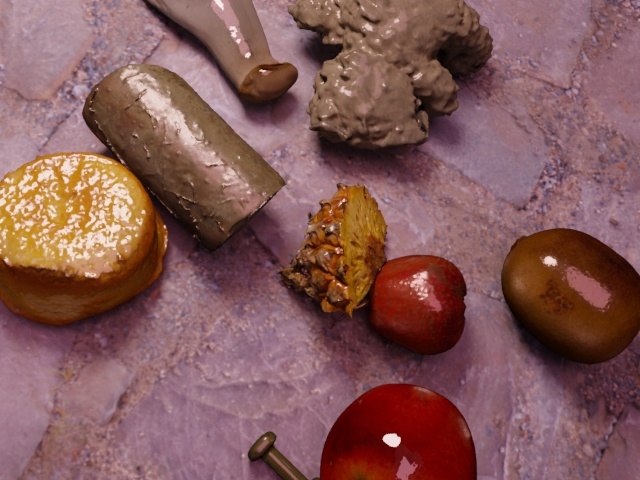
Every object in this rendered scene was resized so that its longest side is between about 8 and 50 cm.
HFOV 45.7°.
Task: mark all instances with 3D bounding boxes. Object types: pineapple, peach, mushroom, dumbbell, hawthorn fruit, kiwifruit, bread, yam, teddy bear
[{"bbox_3d":[0.002,-0.003,1.169,0.249,0.164,0.139,-56,133,-47],"label":"pineapple"},{"bbox_3d":[0.120,0.314,1.047,0.244,0.199,0.243,24,47,-28],"label":"peach"},{"bbox_3d":[-0.170,-0.366,1.313,0.159,0.122,0.328,-37,77,14],"label":"mushroom"},{"bbox_3d":[-0.050,0.329,1.089,0.118,0.046,0.052,44,71,6],"label":"dumbbell"},{"bbox_3d":[0.124,0.094,1.181,0.204,0.162,0.162,5,66,9],"label":"hawthorn fruit"},{"bbox_3d":[0.399,0.081,1.214,0.234,0.196,0.196,41,66,6],"label":"kiwifruit"},{"bbox_3d":[-0.356,-0.012,1.101,0.269,0.145,0.268,5,64,-11],"label":"bread"},{"bbox_3d":[-0.206,-0.131,1.170,0.304,0.168,0.168,45,66,6],"label":"yam"},{"bbox_3d":[0.093,-0.316,1.321,0.357,0.224,0.367,31,80,-1],"label":"teddy bear"}]
